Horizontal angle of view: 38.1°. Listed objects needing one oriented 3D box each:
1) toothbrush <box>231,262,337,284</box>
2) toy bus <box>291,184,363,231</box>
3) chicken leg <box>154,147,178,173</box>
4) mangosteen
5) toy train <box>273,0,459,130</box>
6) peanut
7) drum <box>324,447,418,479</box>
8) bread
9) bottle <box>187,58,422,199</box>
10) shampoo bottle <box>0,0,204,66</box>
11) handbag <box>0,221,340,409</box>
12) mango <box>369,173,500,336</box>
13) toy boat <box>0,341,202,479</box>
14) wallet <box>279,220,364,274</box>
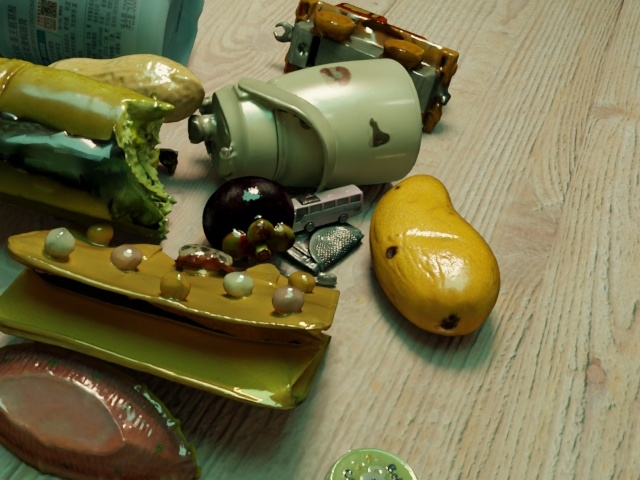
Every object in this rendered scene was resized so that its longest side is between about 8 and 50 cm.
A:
[{"bbox_3d":[-0.071,0.046,1.362,0.194,0.017,0.014,7,34,-2],"label":"toothbrush"},{"bbox_3d":[0.004,-0.050,1.429,0.130,0.052,0.037,-14,37,-25],"label":"toy bus"},{"bbox_3d":[-0.352,-0.166,1.518,0.253,0.051,0.106,27,37,13],"label":"chicken leg"},{"bbox_3d":[-0.099,-0.022,1.344,0.137,0.137,0.151,-6,42,-21],"label":"mangosteen"},{"bbox_3d":[0.088,-0.351,1.774,0.369,0.163,0.231,24,32,14],"label":"toy train"},{"bbox_3d":[-0.312,-0.225,1.443,0.274,0.125,0.111,1,60,11],"label":"peanut"},{"bbox_3d":[0.008,0.319,1.030,0.253,0.049,0.130,-23,51,-35],"label":"drum"},{"bbox_3d":[-0.392,-0.138,1.311,0.376,0.251,0.208,10,77,-1],"label":"bread"},{"bbox_3d":[-0.029,-0.174,1.485,0.351,0.229,0.229,-8,44,-23],"label":"bottle"},{"bbox_3d":[-0.397,-0.446,1.617,0.342,0.331,0.331,14,39,1],"label":"shampoo bottle"},{"bbox_3d":[-0.179,0.068,1.163,0.401,0.133,0.283,14,9,4],"label":"handbag"},{"bbox_3d":[0.163,0.023,1.375,0.177,0.120,0.295,-7,41,-11],"label":"mango"},{"bbox_3d":[-0.286,0.200,1.066,0.318,0.099,0.141,21,81,10],"label":"toy boat"},{"bbox_3d":[0.000,0.000,1.427,0.088,0.026,0.129,32,44,23],"label":"wallet"}]
